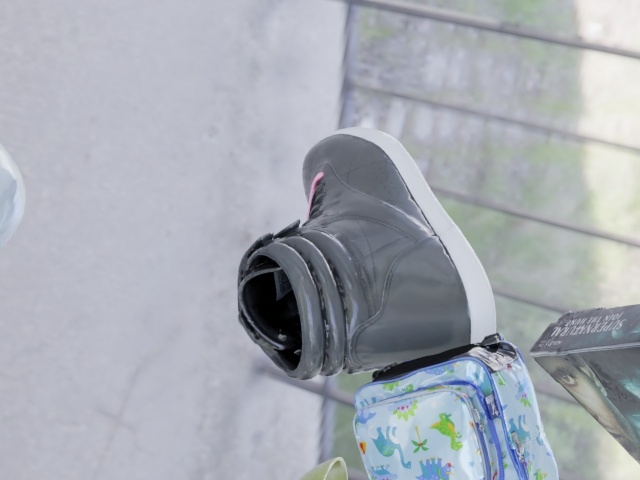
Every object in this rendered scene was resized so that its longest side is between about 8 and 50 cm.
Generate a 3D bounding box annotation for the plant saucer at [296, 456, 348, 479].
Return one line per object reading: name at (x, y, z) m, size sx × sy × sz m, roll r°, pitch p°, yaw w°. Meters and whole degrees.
plant saucer at (-0.019, 0.298, 1.326) m, size 0.241 × 0.037 × 0.241 m, roll 8°, pitch 90°, yaw -79°

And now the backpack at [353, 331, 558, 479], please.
backpack at (0.078, 0.126, 0.933) m, size 0.084 × 0.105 × 0.114 m, roll -27°, pitch 96°, yaw -56°

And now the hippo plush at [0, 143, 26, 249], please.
hippo plush at (-0.316, -0.015, 1.162) m, size 0.236 × 0.294 × 0.234 m, roll -48°, pitch 151°, yaw 6°

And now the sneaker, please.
sneaker at (0.000, 0.000, 1.117) m, size 0.146 × 0.296 × 0.105 m, roll -5°, pitch 119°, yaw -18°

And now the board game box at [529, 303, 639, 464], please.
board game box at (0.160, 0.070, 0.557) m, size 0.126 × 0.186 × 0.026 m, roll 45°, pitch 73°, yaw -8°
